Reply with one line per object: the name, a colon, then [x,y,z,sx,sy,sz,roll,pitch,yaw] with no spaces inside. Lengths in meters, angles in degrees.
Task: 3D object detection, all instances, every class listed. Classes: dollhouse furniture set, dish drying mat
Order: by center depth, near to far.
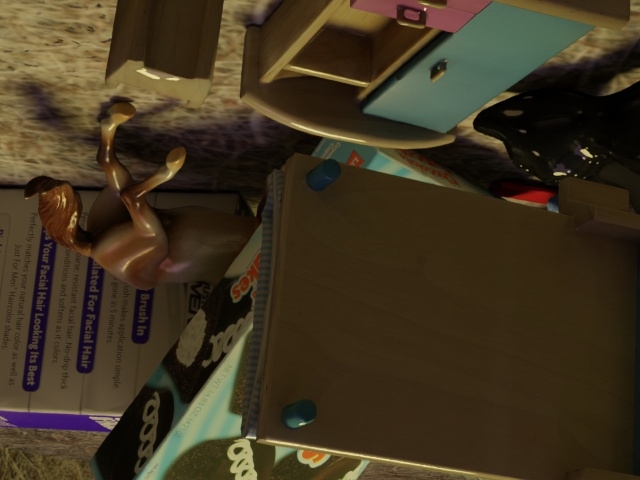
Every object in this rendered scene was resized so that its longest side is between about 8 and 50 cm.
dollhouse furniture set: [0.000,0.000,0.687,0.286,0.303,0.198,10,161,-19]
dish drying mat: [0.168,-0.034,1.045,0.083,0.008,0.032,7,166,-15]

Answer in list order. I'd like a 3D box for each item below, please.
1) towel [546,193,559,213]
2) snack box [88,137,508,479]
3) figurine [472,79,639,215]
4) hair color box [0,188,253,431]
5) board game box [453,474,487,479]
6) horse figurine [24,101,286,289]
towel: [0.271,0.061,0.948,0.285,0.034,0.209,35,-177,9]
snack box: [-0.002,0.080,1.006,0.187,0.322,0.060,23,-161,-41]
figurine: [0.235,-0.053,0.858,0.215,0.092,0.209,19,166,-40]
hair color box: [-0.228,0.058,1.140,0.338,0.185,0.110,2,163,10]
board game box: [0.152,0.094,1.090,0.194,0.194,0.060,7,168,33]
horse figurine: [-0.089,-0.009,1.000,0.263,0.066,0.174,8,137,-20]
